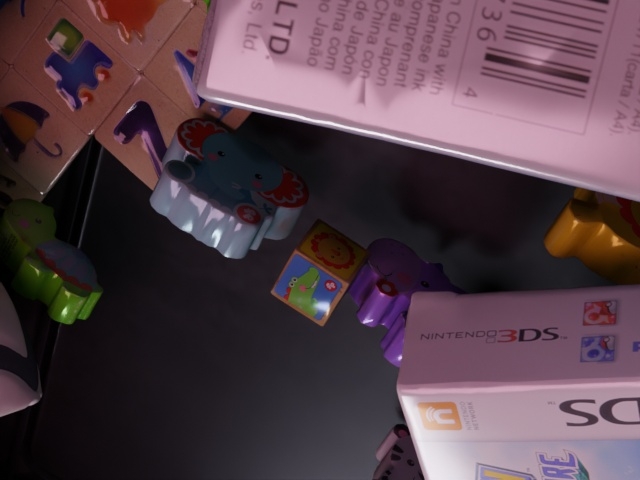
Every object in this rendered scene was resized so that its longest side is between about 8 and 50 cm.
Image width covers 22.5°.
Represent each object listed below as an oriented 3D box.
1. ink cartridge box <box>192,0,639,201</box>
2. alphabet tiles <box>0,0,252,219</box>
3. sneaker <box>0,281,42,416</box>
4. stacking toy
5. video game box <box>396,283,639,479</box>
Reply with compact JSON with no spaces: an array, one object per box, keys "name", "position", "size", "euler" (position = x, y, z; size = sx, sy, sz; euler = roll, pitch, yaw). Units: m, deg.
[{"name":"ink cartridge box","position":[0.139,-0.090,0.367],"size":[0.311,0.065,0.186],"euler":[14,104,7]},{"name":"alphabet tiles","position":[-0.107,-0.101,0.579],"size":[0.198,0.009,0.237],"euler":[42,130,-4]},{"name":"sneaker","position":[-0.204,0.002,0.641],"size":[0.235,0.094,0.153],"euler":[-4,101,58]},{"name":"stacking toy","position":[0.000,0.000,0.561],"size":[0.221,0.052,0.167],"euler":[34,128,2]},{"name":"video game box","position":[0.136,0.097,0.517],"size":[0.187,0.048,0.205],"euler":[-3,131,19]}]
